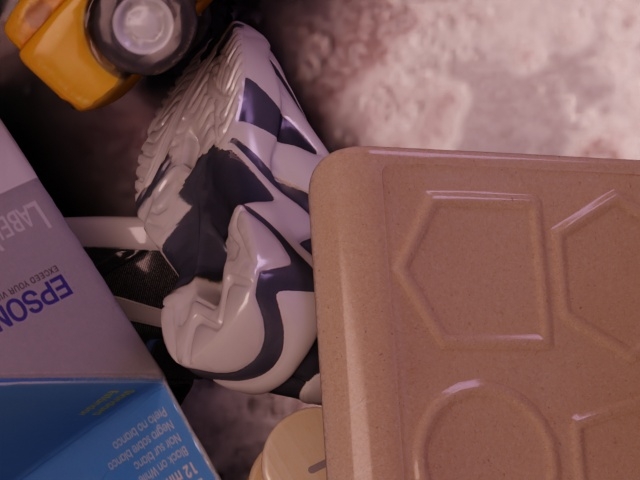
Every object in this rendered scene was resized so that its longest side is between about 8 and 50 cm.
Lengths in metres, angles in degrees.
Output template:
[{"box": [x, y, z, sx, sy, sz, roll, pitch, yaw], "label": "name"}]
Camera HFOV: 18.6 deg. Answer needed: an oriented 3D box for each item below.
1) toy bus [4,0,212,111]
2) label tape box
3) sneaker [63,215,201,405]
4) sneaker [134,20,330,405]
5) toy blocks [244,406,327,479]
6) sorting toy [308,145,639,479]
[{"box": [-0.032, -0.216, 0.929, 0.130, 0.108, 0.333, 43, 97, -5], "label": "toy bus"}, {"box": [-0.231, 0.047, 0.961, 0.249, 0.115, 0.348, -36, 84, 43], "label": "label tape box"}, {"box": [-0.160, 0.048, 1.020, 0.217, 0.079, 0.121, -1, 86, 25], "label": "sneaker"}, {"box": [0.000, 0.000, 0.949, 0.094, 0.153, 0.235, -49, 30, 21], "label": "sneaker"}, {"box": [0.024, 0.127, 0.919, 0.123, 0.148, 0.054, 9, 70, -6], "label": "toy blocks"}, {"box": [0.099, 0.057, 0.856, 0.208, 0.038, 0.193, 1, 75, -17], "label": "sorting toy"}]
